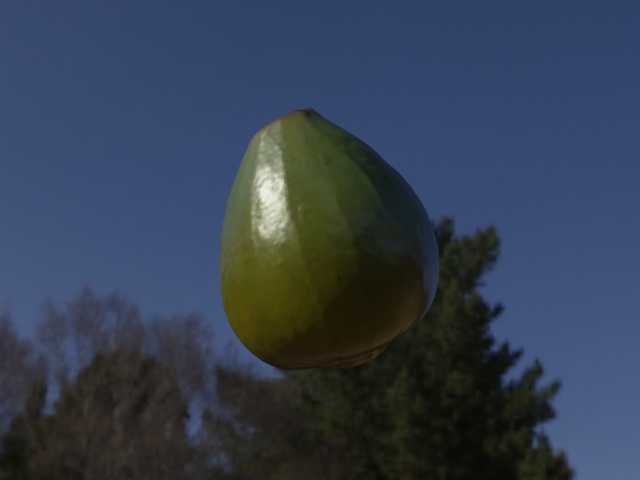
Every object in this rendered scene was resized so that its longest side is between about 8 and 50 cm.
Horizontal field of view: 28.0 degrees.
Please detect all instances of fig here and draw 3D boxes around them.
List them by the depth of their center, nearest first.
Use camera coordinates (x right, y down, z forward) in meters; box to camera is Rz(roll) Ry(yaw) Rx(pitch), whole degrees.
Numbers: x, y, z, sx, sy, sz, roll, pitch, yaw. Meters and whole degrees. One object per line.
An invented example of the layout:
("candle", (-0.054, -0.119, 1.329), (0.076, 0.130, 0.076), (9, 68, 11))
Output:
("fig", (0.007, 0.004, 1.179), (0.207, 0.230, 0.207), (-4, -21, -1))
